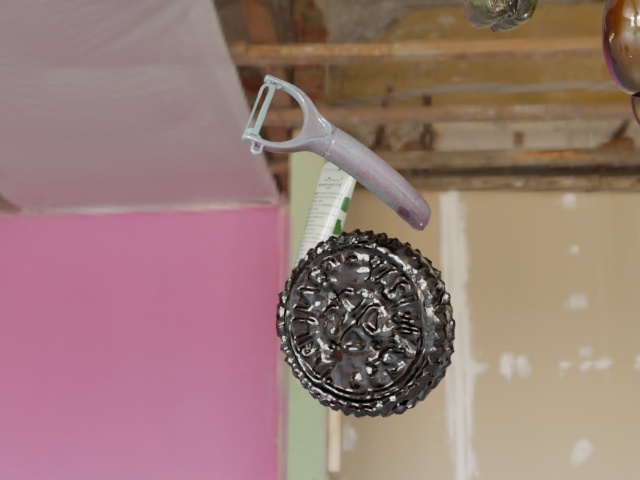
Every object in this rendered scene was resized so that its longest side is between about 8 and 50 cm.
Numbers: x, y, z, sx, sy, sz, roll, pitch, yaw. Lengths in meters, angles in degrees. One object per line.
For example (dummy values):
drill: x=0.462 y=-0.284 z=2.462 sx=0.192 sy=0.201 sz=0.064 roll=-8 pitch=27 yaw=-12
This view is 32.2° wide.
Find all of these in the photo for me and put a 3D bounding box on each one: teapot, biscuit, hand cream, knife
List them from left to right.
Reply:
hand cream: x=0.000 y=0.000 z=1.788 sx=0.059 sy=0.276 sz=0.095 roll=24 pitch=-13 yaw=-39
knife: x=0.035 y=-0.090 z=1.357 sx=0.278 sy=0.123 sz=0.053 roll=32 pitch=-35 yaw=-20
biscuit: x=0.045 y=0.085 z=1.116 sx=0.194 sy=0.195 sz=0.053 roll=-7 pitch=-4 yaw=25
teapot: x=0.495 y=-0.282 z=1.626 sx=0.135 sy=0.252 sz=0.178 roll=0 pitch=16 yaw=39

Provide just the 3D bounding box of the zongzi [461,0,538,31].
zongzi: x=0.182 y=-0.451 z=1.493 sx=0.300 sy=0.274 sz=0.145 roll=17 pitch=-11 yaw=-25
